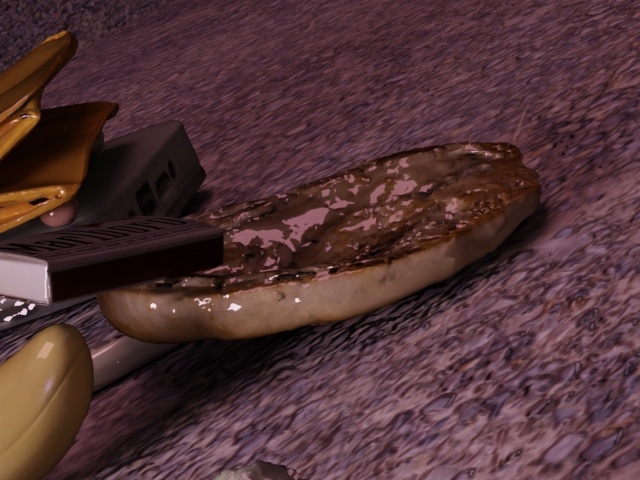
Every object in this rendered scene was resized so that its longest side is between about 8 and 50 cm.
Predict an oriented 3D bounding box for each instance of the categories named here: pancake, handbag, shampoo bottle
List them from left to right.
[{"bbox_3d":[-0.355,-0.073,1.740,0.283,0.133,0.401,-25,16,5],"label":"handbag"},{"bbox_3d":[-0.152,0.088,1.448,0.141,0.034,0.049,-26,3,-14],"label":"shampoo bottle"},{"bbox_3d":[-0.001,0.000,1.425,0.386,0.082,0.387,-15,15,4],"label":"pancake"}]

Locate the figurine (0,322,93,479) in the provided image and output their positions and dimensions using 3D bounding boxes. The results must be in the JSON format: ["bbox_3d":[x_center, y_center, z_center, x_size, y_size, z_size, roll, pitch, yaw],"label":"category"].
[{"bbox_3d":[-0.316,0.120,1.214,0.324,0.222,0.124,-22,12,9],"label":"figurine"}]

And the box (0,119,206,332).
[{"bbox_3d":[-0.340,0.009,1.870,0.396,0.111,0.396,-18,16,16],"label":"box"}]

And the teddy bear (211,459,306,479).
[{"bbox_3d":[-0.055,0.180,0.816,0.213,0.133,0.111,-31,-11,30],"label":"teddy bear"}]

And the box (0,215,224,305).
[{"bbox_3d":[-0.170,0.012,1.256,0.115,0.036,0.177,5,12,39],"label":"box"}]
